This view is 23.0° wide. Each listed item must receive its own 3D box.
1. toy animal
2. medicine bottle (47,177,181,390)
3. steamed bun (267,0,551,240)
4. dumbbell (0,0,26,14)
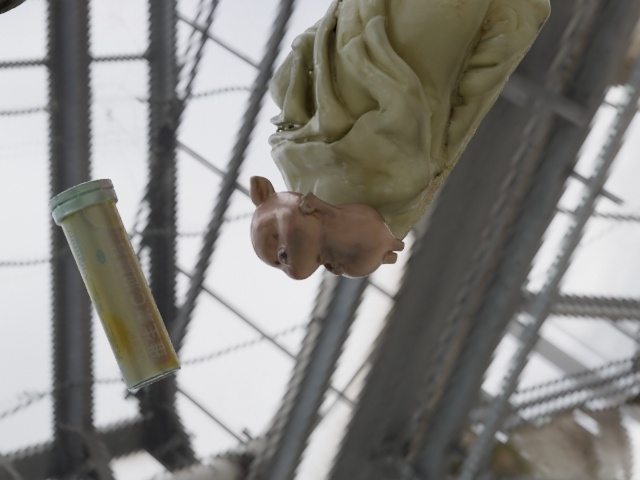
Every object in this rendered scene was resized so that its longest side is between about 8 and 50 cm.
[{"bbox_3d":[0.000,-0.002,1.411,0.089,0.150,0.083,-90,14,-83],"label":"toy animal"},{"bbox_3d":[-0.214,0.047,1.656,0.074,0.218,0.074,-23,-7,-3],"label":"medicine bottle"},{"bbox_3d":[0.063,-0.153,1.524,0.289,0.203,0.276,-59,-3,35],"label":"steamed bun"},{"bbox_3d":[-0.381,-0.327,1.559,0.192,0.192,0.290,-30,-58,-35],"label":"dumbbell"}]
